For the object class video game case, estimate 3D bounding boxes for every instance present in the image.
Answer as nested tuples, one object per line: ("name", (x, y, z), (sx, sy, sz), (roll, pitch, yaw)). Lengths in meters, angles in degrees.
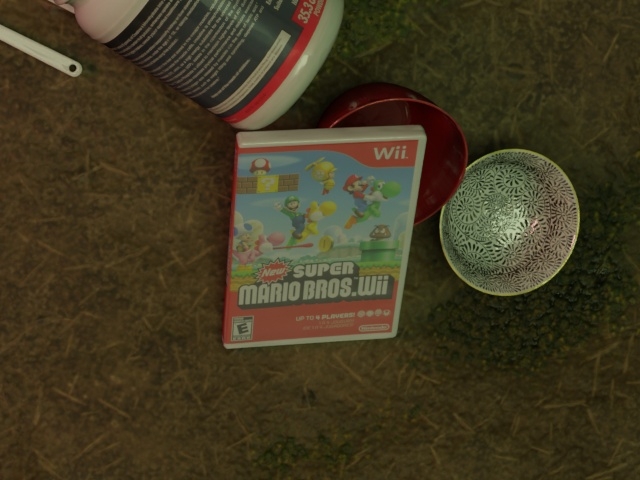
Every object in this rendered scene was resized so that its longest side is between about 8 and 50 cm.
("video game case", (0.000, 0.000, 1.866), (0.204, 0.025, 0.285), (-3, 128, -12))

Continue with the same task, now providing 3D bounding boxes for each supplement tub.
("supplement tub", (-0.130, -0.255, 1.754), (0.272, 0.191, 0.191), (32, 92, -22))

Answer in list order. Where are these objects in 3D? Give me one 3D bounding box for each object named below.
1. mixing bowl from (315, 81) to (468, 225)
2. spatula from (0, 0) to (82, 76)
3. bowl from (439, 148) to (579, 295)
("mixing bowl", (0.062, -0.107, 1.877), (0.181, 0.098, 0.181), (-8, 130, -9))
("spatula", (-0.334, -0.280, 1.792), (0.242, 0.019, 0.168), (26, 88, -20))
("bowl", (0.204, -0.027, 1.957), (0.170, 0.080, 0.170), (-3, 102, -16))
